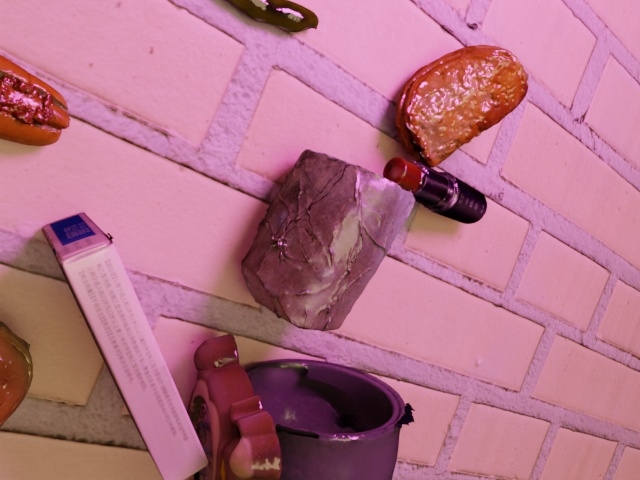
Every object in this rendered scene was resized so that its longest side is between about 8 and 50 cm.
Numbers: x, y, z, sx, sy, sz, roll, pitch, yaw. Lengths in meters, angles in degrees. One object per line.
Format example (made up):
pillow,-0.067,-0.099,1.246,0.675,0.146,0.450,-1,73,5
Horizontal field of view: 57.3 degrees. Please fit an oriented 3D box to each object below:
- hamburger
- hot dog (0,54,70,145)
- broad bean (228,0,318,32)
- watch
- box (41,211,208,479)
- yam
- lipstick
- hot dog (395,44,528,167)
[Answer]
hamburger,-0.442,0.155,0.718,0.159,0.131,0.184,-23,109,-31
hot dog,-0.420,-0.183,0.684,0.249,0.076,0.102,24,91,-36
broad bean,-0.096,-0.369,0.874,0.227,0.039,0.069,27,80,-34
watch,-0.023,0.321,0.910,0.327,0.335,0.313,2,100,-24
box,-0.263,0.141,0.790,0.065,0.200,0.343,-26,114,-23
yam,-0.003,-0.001,0.938,0.202,0.202,0.271,24,89,-20
lipstick,0.214,-0.092,1.084,0.300,0.081,0.081,14,93,-47
hot dog,0.251,-0.253,1.082,0.259,0.114,0.175,-34,121,-6
